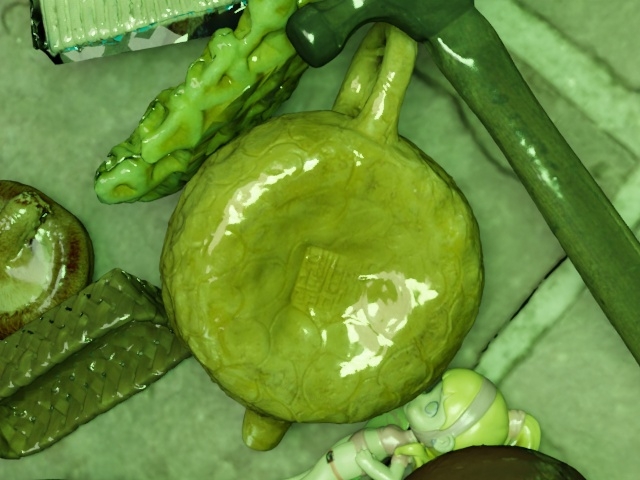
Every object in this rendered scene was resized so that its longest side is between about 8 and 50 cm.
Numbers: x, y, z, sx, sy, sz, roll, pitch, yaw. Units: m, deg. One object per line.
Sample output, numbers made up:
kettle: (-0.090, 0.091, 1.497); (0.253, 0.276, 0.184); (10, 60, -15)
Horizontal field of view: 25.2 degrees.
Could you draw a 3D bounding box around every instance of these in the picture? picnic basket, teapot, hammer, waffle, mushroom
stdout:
picnic basket: (-0.185, 0.090, 1.040); (0.193, 0.110, 0.055); (-33, 61, 15)
teapot: (0.000, 0.000, 0.948); (0.203, 0.167, 0.311); (14, 100, -12)
hammer: (0.164, 0.004, 0.862); (0.168, 0.044, 0.440); (-34, 95, -7)
waffle: (-0.051, -0.102, 0.951); (0.054, 0.204, 0.223); (44, 110, -1)
mushroom: (-0.230, 0.016, 1.070); (0.127, 0.087, 0.127); (-3, 82, 21)

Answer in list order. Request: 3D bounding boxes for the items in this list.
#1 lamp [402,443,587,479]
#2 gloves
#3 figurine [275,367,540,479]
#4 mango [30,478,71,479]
lamp: (0.108, 0.207, 0.887); (0.157, 0.156, 0.135); (-36, 32, 17)
gloves: (-0.126, -0.284, 1.024); (0.210, 0.135, 0.312); (-16, 78, 26)
figurine: (0.054, 0.144, 0.963); (0.187, 0.083, 0.083); (-25, 78, 12)
mango: (-0.144, 0.281, 0.937); (0.382, 0.201, 0.225); (10, 63, 41)
